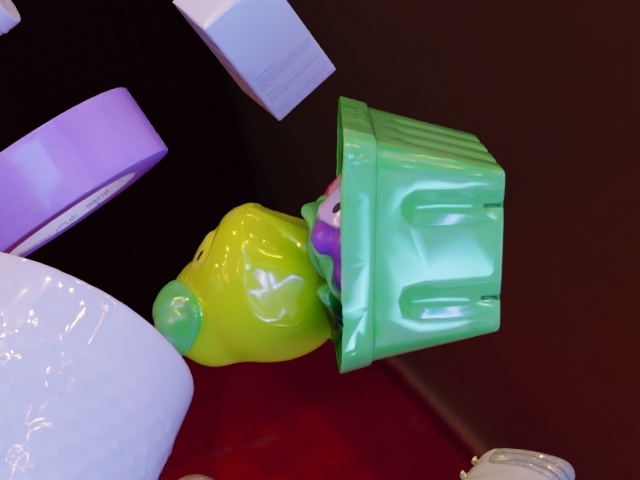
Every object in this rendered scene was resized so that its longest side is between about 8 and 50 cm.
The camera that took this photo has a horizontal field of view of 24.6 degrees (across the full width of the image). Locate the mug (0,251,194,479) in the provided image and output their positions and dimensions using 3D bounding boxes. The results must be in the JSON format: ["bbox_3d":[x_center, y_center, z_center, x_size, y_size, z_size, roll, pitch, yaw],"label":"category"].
[{"bbox_3d":[-0.329,0.190,1.241,0.276,0.374,0.328,-16,42,47],"label":"mug"}]

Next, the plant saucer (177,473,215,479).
[{"bbox_3d":[-0.142,0.308,1.664,0.083,0.083,0.015,-14,-5,12],"label":"plant saucer"}]

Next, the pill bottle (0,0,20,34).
[{"bbox_3d":[-0.451,-0.238,1.737,0.180,0.108,0.108,-37,17,7],"label":"pill bottle"}]

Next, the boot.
[{"bbox_3d":[0.106,0.250,1.285,0.213,0.077,0.165,-16,12,33],"label":"boot"}]

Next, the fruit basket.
[{"bbox_3d":[0.000,0.000,1.579,0.392,0.282,0.392,1,11,0],"label":"fruit basket"}]

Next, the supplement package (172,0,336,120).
[{"bbox_3d":[-0.083,-0.260,1.865,0.105,0.179,0.105,-42,40,-3],"label":"supplement package"}]

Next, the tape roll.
[{"bbox_3d":[-0.311,-0.062,1.678,0.275,0.090,0.275,-34,2,2],"label":"tape roll"}]
